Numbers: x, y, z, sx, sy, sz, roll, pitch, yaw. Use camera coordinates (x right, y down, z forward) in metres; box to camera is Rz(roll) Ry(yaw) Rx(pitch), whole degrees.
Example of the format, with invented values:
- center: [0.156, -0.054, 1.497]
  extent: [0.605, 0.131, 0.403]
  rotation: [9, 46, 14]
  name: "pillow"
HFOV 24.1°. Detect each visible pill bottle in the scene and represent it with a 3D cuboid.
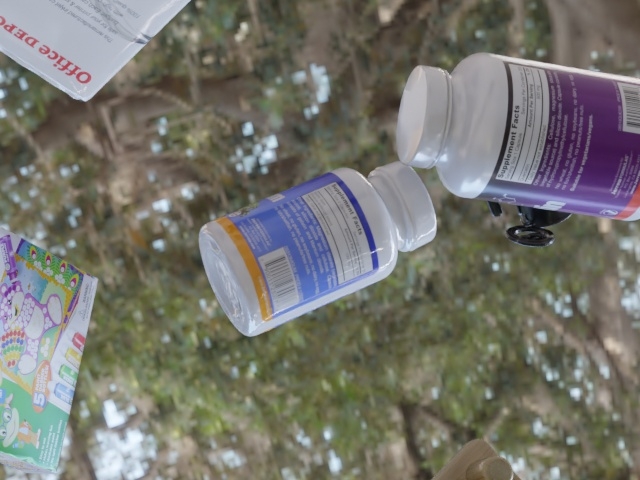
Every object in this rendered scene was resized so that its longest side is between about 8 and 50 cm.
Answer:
- center: [0.000, 0.000, 1.858]
  extent: [0.272, 0.152, 0.152]
  rotation: [-24, -144, -18]
  name: "pill bottle"
- center: [0.266, -0.131, 1.858]
  extent: [0.323, 0.181, 0.181]
  rotation: [8, -147, -12]
  name: "pill bottle"

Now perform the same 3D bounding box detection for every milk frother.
- center: [0.305, -0.075, 2.174]
  extent: [0.129, 0.135, 0.143]
  rotation: [-24, -154, -6]
  name: "milk frother"

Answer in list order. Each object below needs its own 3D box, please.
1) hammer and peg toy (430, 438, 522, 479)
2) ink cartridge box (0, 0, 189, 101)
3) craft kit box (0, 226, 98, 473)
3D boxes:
- center: [0.140, 0.426, 1.603]
  extent: [0.361, 0.266, 0.127]
  rotation: [-44, -179, -23]
  name: "hammer and peg toy"
- center: [-0.218, -0.274, 1.445]
  extent: [0.237, 0.172, 0.100]
  rotation: [-41, -141, 21]
  name: "ink cartridge box"
- center: [-0.371, 0.119, 1.721]
  extent: [0.061, 0.246, 0.250]
  rotation: [-3, -111, 33]
  name: "craft kit box"
